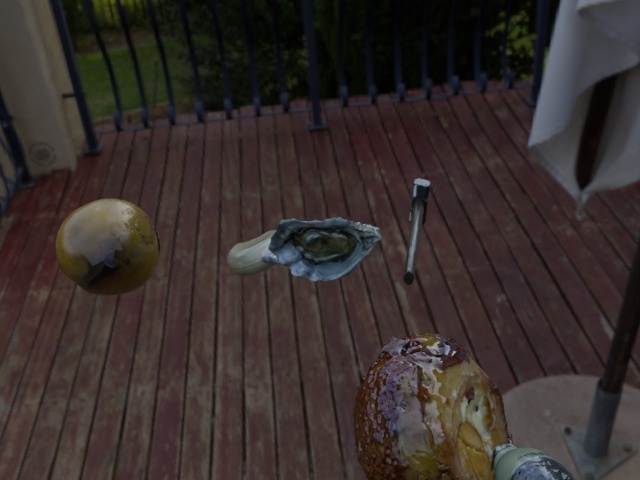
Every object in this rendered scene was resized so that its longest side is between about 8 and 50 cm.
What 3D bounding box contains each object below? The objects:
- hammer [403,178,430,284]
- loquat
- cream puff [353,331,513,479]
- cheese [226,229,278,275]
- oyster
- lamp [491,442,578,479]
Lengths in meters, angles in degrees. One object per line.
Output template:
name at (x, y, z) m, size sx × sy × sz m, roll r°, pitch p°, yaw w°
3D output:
hammer at (0.216, -0.014, 1.715) m, size 0.044 × 0.111 × 0.365 m, roll 8°, pitch 32°, yaw 6°
loquat at (-0.492, 0.014, 1.767) m, size 0.235 × 0.235 × 0.235 m, roll -3°, pitch 33°, yaw 2°
cream puff at (0.180, 0.323, 1.309) m, size 0.229 × 0.350 × 0.350 m, roll -17°, pitch 22°, yaw 36°
cheese at (-0.152, 0.042, 1.866) m, size 0.164 × 0.070 × 0.249 m, roll -26°, pitch 14°, yaw -2°
oyster at (0.000, 0.000, 0.826) m, size 0.100 × 0.098 × 0.037 m, roll 31°, pitch 31°, yaw -11°
lamp at (0.291, 0.334, 0.994) m, size 0.101 × 0.101 × 0.250 m, roll -11°, pitch 12°, yaw -11°
